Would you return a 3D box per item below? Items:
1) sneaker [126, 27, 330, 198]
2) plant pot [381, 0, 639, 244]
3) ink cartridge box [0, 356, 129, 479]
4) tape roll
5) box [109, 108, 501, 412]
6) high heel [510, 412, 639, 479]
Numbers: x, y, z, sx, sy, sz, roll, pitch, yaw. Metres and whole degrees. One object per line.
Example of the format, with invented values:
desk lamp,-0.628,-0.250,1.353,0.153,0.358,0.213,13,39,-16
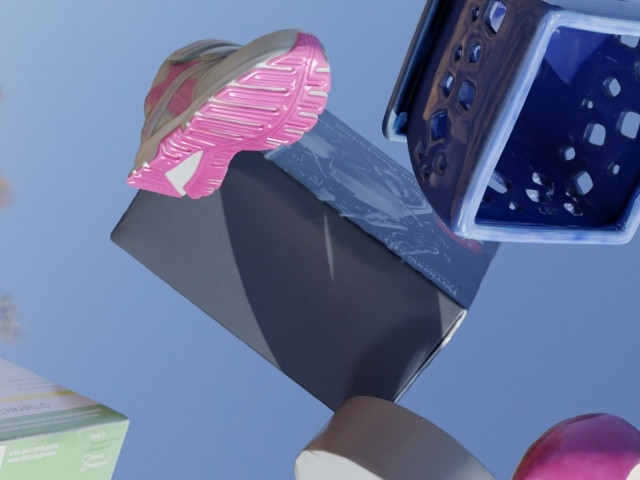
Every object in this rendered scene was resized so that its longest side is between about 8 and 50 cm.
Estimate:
sneaker,-0.087,-0.129,1.145,0.252,0.103,0.111,-26,-121,46
plant pot,0.205,-0.148,1.310,0.212,0.236,0.236,49,-53,46
ink cartridge box,-0.234,0.073,0.633,0.235,0.171,0.056,21,-83,24
tape roll,0.081,0.244,1.219,0.072,0.219,0.219,-46,-157,-26
box,0.000,0.000,1.476,0.179,0.343,0.312,-54,177,19
high heel,0.196,0.167,0.748,0.117,0.244,0.082,34,-90,39
